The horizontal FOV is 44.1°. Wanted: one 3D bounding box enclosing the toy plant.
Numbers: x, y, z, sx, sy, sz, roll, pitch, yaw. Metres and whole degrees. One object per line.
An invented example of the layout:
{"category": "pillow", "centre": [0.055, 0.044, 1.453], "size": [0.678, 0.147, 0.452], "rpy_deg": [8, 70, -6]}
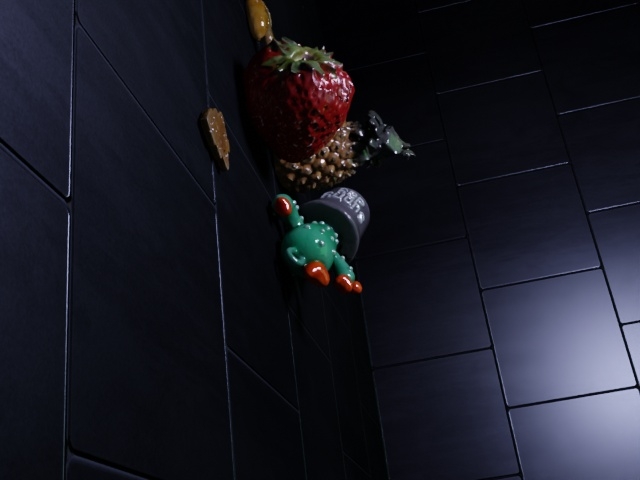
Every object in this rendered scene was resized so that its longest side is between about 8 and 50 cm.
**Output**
{"category": "toy plant", "centre": [-0.005, -0.012, 1.915], "size": [0.279, 0.185, 0.400], "rpy_deg": [70, 25, -14]}

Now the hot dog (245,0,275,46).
{"category": "hot dog", "centre": [-0.155, -0.564, 2.049], "size": [0.090, 0.060, 0.140], "rpy_deg": [43, 39, -68]}

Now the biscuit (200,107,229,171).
{"category": "biscuit", "centre": [-0.190, -0.191, 1.415], "size": [0.130, 0.019, 0.119], "rpy_deg": [59, 22, -69]}

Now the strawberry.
{"category": "strawberry", "centre": [-0.060, -0.307, 1.802], "size": [0.257, 0.257, 0.277], "rpy_deg": [-91, -161, -53]}

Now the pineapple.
{"category": "pineapple", "centre": [0.060, -0.243, 2.034], "size": [0.223, 0.357, 0.223], "rpy_deg": [-9, 90, -83]}
